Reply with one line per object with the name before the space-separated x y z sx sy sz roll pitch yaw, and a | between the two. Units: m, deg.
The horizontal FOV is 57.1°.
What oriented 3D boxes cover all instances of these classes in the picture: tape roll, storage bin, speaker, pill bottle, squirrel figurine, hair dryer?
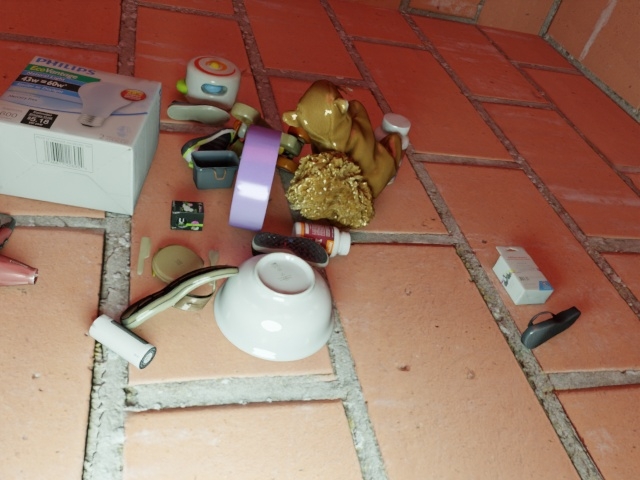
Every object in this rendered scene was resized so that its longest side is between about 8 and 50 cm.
tape roll | -0.174 -0.165 1.569 0.090 0.275 0.275 12 39 -8
storage bin | -0.306 -0.196 1.702 0.135 0.091 0.098 -7 45 -26
speaker | -0.409 0.209 1.215 0.136 0.055 0.055 29 40 14
pill bottle | 0.000 0.000 1.589 0.151 0.086 0.086 7 40 -12
squirrel figurine | 0.047 -0.240 1.643 0.280 0.370 0.397 -2 60 20
hair dryer | -0.737 0.013 1.302 0.293 0.080 0.223 35 41 19
pill bottle | 0.218 -0.298 1.920 0.121 0.216 0.121 10 39 -8

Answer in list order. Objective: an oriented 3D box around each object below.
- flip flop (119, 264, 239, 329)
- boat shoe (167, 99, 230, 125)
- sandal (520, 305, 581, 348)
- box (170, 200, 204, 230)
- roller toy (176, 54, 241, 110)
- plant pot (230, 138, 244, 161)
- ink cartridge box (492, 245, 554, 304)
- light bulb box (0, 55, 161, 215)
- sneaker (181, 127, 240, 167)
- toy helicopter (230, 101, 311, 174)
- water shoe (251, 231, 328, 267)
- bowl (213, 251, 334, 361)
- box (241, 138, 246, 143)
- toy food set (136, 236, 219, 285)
flip flop | -0.305 0.131 1.305 0.277 0.080 0.112 -30 13 -21
boat shoe | -0.403 -0.435 1.963 0.205 0.075 0.065 5 43 -8
sandal | 0.596 0.224 1.553 0.254 0.097 0.054 -8 45 -43
box | -0.352 -0.065 1.553 0.083 0.062 0.052 3 40 -17
roller toy | -0.375 -0.556 2.057 0.191 0.146 0.209 33 41 17
plant pot | -0.238 -0.260 1.822 0.079 0.083 0.083 29 39 -4
ink cartridge box | 0.578 0.099 1.709 0.104 0.062 0.181 1 42 -20
light bulb box | -0.639 -0.286 1.578 0.357 0.225 0.361 10 40 -9
sneaker | -0.327 -0.273 1.818 0.234 0.084 0.097 -31 83 -42
toy helicopter | -0.182 -0.334 1.753 0.234 0.140 0.355 24 -3 19
water shoe | -0.079 0.032 1.523 0.203 0.080 0.073 17 54 -1
bowl | -0.094 0.123 1.372 0.297 0.134 0.298 11 39 -9
box | -0.222 -0.295 1.907 0.083 0.018 0.067 23 40 6
toy food set | -0.348 0.061 1.433 0.191 0.039 0.133 11 46 -16
